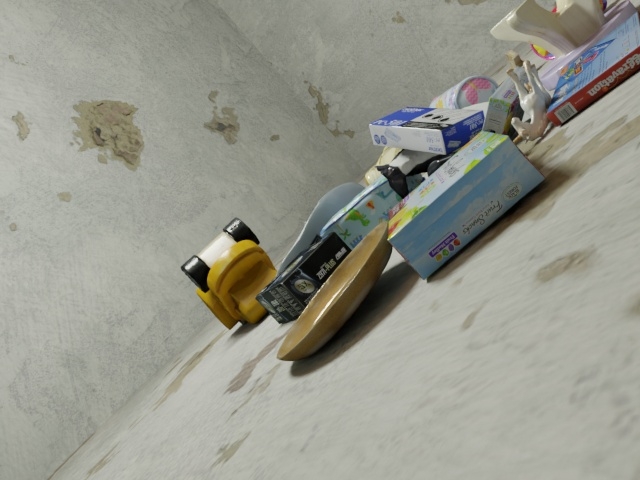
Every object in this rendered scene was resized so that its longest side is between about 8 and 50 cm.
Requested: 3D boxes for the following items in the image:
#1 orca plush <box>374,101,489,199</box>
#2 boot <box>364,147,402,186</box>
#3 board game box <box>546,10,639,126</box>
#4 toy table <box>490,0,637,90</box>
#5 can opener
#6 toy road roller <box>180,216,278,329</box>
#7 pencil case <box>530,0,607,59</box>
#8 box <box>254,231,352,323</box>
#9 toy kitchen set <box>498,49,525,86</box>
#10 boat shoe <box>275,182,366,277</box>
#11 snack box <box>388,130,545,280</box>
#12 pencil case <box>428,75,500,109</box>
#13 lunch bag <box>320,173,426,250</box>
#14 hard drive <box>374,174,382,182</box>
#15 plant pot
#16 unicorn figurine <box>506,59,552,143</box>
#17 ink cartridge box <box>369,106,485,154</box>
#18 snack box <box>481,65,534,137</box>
[{"bbox_3d":[0.241,-0.157,1.192,0.151,0.102,0.287,20,52,38],"label":"orca plush"},{"bbox_3d":[0.263,-0.279,1.932,0.262,0.095,0.203,-47,6,-35],"label":"boot"},{"bbox_3d":[0.412,-0.258,0.914,0.145,0.027,0.281,-37,7,35],"label":"board game box"},{"bbox_3d":[0.461,-0.418,1.175,0.252,0.161,0.274,-38,7,45],"label":"toy table"},{"bbox_3d":[0.228,-0.119,0.949,0.073,0.059,0.186,-26,-1,-15],"label":"can opener"},{"bbox_3d":[-0.188,0.127,1.619,0.202,0.240,0.329,-43,-33,-15],"label":"toy road roller"},{"bbox_3d":[0.598,-0.532,1.494,0.236,0.104,0.104,-46,6,-25],"label":"pencil case"},{"bbox_3d":[-0.029,0.075,1.186,0.147,0.077,0.180,-45,5,-24],"label":"box"},{"bbox_3d":[0.489,-0.420,1.576,0.075,0.083,0.068,-42,46,3],"label":"toy kitchen set"},{"bbox_3d":[0.003,0.003,1.418,0.306,0.113,0.105,-59,2,-12],"label":"boat shoe"},{"bbox_3d":[0.168,-0.053,0.772,0.174,0.070,0.207,-42,5,13],"label":"snack box"},{"bbox_3d":[0.349,-0.321,1.521,0.124,0.114,0.273,1,2,-3],"label":"pencil case"},{"bbox_3d":[0.112,-0.069,1.273,0.219,0.090,0.176,-40,6,27],"label":"lunch bag"},{"bbox_3d":[0.158,-0.123,1.668,0.233,0.047,0.353,-37,7,47],"label":"hard drive"},{"bbox_3d":[0.026,0.075,0.842,0.236,0.032,0.236,-50,4,4],"label":"plant pot"},{"bbox_3d":[0.308,-0.202,0.909,0.162,0.111,0.060,-20,-3,-43],"label":"unicorn figurine"},{"bbox_3d":[0.186,-0.198,1.104,0.097,0.046,0.207,-27,24,-22],"label":"ink cartridge box"},{"bbox_3d":[0.304,-0.211,1.015,0.141,0.037,0.100,-46,-29,-43],"label":"snack box"}]
